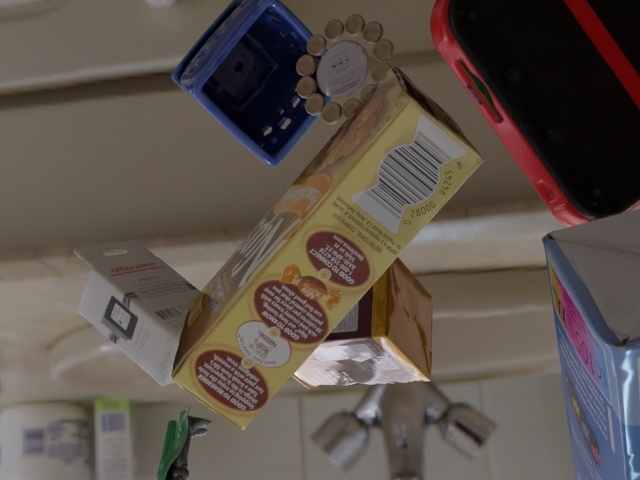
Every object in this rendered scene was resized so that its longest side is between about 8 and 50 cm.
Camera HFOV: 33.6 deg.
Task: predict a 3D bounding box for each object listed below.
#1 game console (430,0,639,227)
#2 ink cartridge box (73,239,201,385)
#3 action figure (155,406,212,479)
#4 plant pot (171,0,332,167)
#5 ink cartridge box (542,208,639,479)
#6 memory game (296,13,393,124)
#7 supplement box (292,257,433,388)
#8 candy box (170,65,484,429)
[{"bbox_3d":[0.369,-0.242,1.425,0.342,0.387,0.060,-36,-178,-14],"label":"game console"},{"bbox_3d":[-0.188,0.075,1.163,0.180,0.060,0.104,36,-155,26],"label":"ink cartridge box"},{"bbox_3d":[-0.186,0.327,1.278,0.063,0.232,0.137,17,156,-3],"label":"action figure"},{"bbox_3d":[-0.128,-0.311,1.994,0.236,0.236,0.212,41,176,-30],"label":"plant pot"},{"bbox_3d":[0.345,0.152,0.839,0.269,0.151,0.396,-15,126,2],"label":"ink cartridge box"},{"bbox_3d":[0.039,-0.277,1.717,0.186,0.186,0.012,-13,162,30],"label":"memory game"},{"bbox_3d":[0.036,0.114,1.484,0.194,0.129,0.191,-7,152,23],"label":"supplement box"},{"bbox_3d":[0.000,0.000,0.960,0.087,0.316,0.183,39,-168,-12],"label":"candy box"}]
